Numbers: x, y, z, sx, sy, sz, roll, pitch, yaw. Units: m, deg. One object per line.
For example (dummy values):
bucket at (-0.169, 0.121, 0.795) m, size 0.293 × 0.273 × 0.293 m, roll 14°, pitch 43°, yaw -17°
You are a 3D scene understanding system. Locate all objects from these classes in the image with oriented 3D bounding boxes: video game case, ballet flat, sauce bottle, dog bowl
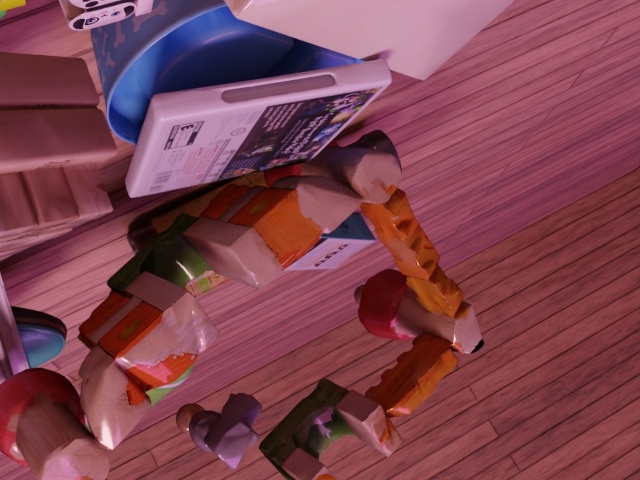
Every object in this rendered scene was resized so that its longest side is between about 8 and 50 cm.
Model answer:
video game case at (-0.058, -0.084, 0.588) m, size 0.173 × 0.022 × 0.190 m, roll -14°, pitch 172°, yaw -22°
ballet flat at (-0.411, 0.109, 0.771) m, size 0.280 × 0.096 × 0.095 m, roll -16°, pitch 137°, yaw -22°
sauce bottle at (-0.062, -0.038, 0.926) m, size 0.344 × 0.111 × 0.111 m, roll -28°, pitch 166°, yaw -11°
dog bowl at (-0.059, -0.151, 0.614) m, size 0.166 × 0.074 × 0.297 m, roll -37°, pitch 164°, yaw 28°

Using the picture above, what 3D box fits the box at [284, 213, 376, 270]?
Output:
box at (0.000, 0.000, 1.272) m, size 0.100 × 0.060 × 0.244 m, roll -35°, pitch 165°, yaw 20°

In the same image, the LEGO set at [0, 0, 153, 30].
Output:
LEGO set at (-0.200, -0.129, 0.385) m, size 0.227 × 0.087 × 0.093 m, roll -22°, pitch -179°, yaw -18°

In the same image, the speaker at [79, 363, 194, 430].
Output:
speaker at (-0.334, 0.250, 1.344) m, size 0.131 × 0.131 × 0.296 m, roll -15°, pitch 160°, yaw -45°

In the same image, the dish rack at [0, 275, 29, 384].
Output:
dish rack at (-0.434, 0.146, 0.656) m, size 0.332 × 0.072 × 0.286 m, roll -15°, pitch 141°, yaw -22°

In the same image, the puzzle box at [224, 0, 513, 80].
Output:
puzzle box at (0.147, -0.262, 0.435) m, size 0.409 × 0.052 × 0.272 m, roll -40°, pitch 163°, yaw 25°

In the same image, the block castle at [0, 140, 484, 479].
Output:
block castle at (-0.075, 0.122, 0.772) m, size 0.453 × 0.303 × 0.212 m, roll -44°, pitch -152°, yaw -20°

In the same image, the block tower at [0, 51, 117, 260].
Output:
block tower at (-0.280, -0.004, 0.457) m, size 0.335 × 0.091 × 0.097 m, roll -20°, pitch 180°, yaw 26°
